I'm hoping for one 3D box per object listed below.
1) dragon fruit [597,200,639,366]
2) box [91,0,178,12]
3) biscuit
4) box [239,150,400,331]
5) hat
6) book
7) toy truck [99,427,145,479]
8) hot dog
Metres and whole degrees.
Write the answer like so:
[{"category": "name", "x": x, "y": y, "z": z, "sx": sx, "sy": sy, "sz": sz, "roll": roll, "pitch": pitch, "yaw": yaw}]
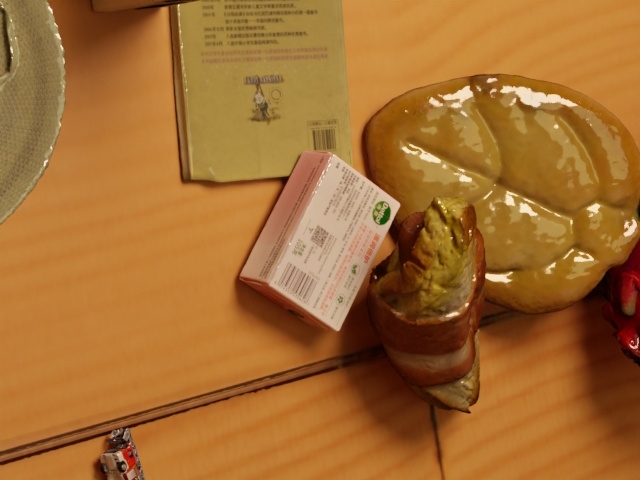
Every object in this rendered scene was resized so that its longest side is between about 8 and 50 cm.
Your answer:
[{"category": "dragon fruit", "x": 0.343, "y": 0.009, "z": 1.658, "sx": 0.198, "sy": 0.273, "sz": 0.218, "roll": -30, "pitch": 122, "yaw": 15}, {"category": "box", "x": -0.086, "y": -0.257, "z": 1.285, "sx": 0.069, "sy": 0.256, "sz": 0.164, "roll": -11, "pitch": 97, "yaw": -34}, {"category": "biscuit", "x": 0.157, "y": -0.046, "z": 1.547, "sx": 0.260, "sy": 0.041, "sz": 0.203, "roll": 25, "pitch": 101, "yaw": -11}, {"category": "box", "x": 0.000, "y": 0.000, "z": 1.475, "sx": 0.089, "sy": 0.043, "sz": 0.125, "roll": 37, "pitch": 74, "yaw": -36}, {"category": "hat", "x": -0.308, "y": -0.106, "z": 1.218, "sx": 0.252, "sy": 0.110, "sz": 0.252, "roll": 1, "pitch": 88, "yaw": -33}, {"category": "book", "x": -0.046, "y": -0.146, "z": 1.466, "sx": 0.168, "sy": 0.013, "sz": 0.192, "roll": -6, "pitch": 94, "yaw": -36}, {"category": "toy truck", "x": -0.149, "y": 0.187, "z": 1.390, "sx": 0.032, "sy": 0.024, "sz": 0.083, "roll": -38, "pitch": 116, "yaw": -53}, {"category": "hot dog", "x": 0.087, "y": 0.051, "z": 1.491, "sx": 0.123, "sy": 0.093, "sz": 0.261, "roll": -66, "pitch": 160, "yaw": -44}]
